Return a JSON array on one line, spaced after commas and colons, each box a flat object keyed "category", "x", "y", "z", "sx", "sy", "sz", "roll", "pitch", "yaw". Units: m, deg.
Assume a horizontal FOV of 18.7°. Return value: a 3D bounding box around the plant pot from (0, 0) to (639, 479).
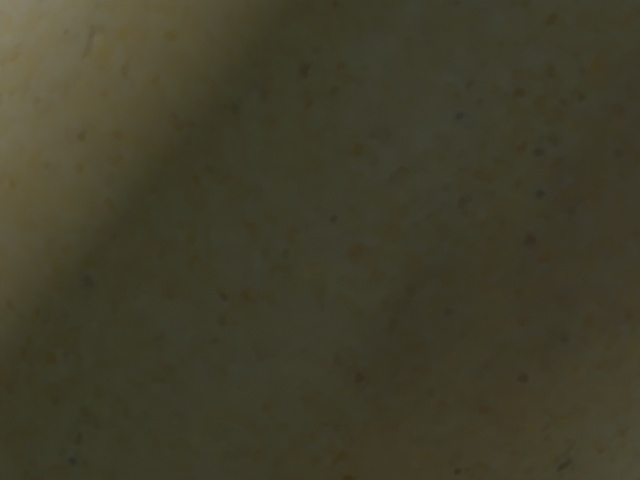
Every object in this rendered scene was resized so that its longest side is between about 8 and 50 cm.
[{"category": "plant pot", "x": 0.000, "y": 0.000, "z": 0.500, "sx": 0.334, "sy": 0.305, "sz": 0.334, "roll": 30, "pitch": 24, "yaw": -15}]
